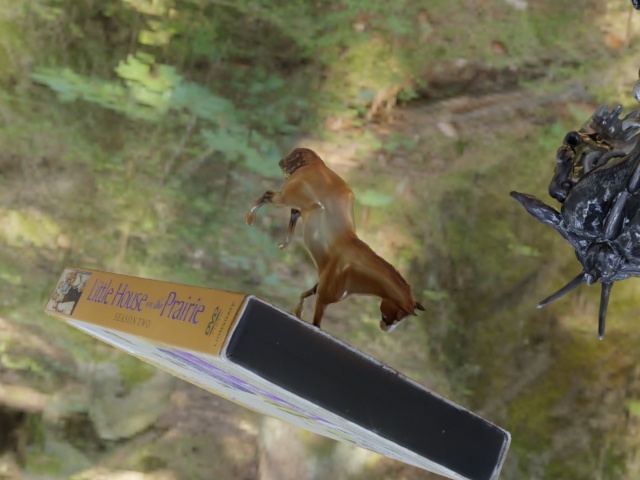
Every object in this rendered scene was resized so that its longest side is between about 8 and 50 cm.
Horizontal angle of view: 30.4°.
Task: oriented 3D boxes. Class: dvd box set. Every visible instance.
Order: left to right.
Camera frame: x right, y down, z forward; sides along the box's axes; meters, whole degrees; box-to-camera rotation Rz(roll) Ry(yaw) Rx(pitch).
[{"bbox_3d":[-0.060,0.123,1.144,0.307,0.062,0.420,30,166,-28],"label":"dvd box set"}]

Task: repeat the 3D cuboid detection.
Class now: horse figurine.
[{"bbox_3d":[0.000,0.000,1.265,0.066,0.263,0.174,0,151,-37],"label":"horse figurine"}]

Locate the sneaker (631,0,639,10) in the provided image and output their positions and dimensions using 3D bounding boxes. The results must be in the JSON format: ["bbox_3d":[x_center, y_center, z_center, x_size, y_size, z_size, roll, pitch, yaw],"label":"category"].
[{"bbox_3d":[0.332,-0.254,1.139,0.084,0.058,0.152,-28,-179,5],"label":"sneaker"}]

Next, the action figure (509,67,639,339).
[{"bbox_3d":[0.247,-0.067,0.829,0.164,0.276,0.141,30,-165,27],"label":"action figure"}]
